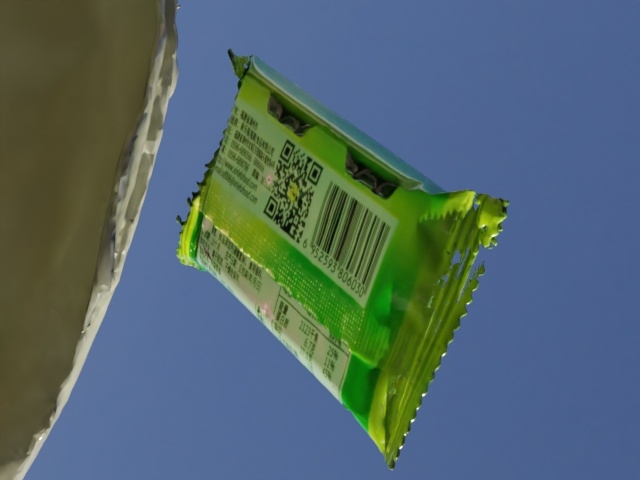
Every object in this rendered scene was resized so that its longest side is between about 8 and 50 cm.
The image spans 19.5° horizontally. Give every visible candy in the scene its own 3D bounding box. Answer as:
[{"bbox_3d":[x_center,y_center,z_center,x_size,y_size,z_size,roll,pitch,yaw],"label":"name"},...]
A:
[{"bbox_3d":[0.001,0.000,0.699,0.178,0.032,0.102,39,-61,53],"label":"candy"}]

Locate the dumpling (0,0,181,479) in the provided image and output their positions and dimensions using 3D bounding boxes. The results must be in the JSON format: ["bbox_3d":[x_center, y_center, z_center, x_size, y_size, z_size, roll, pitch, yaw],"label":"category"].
[{"bbox_3d":[-0.155,-0.042,0.548,0.315,0.233,0.395,15,-88,51],"label":"dumpling"}]
